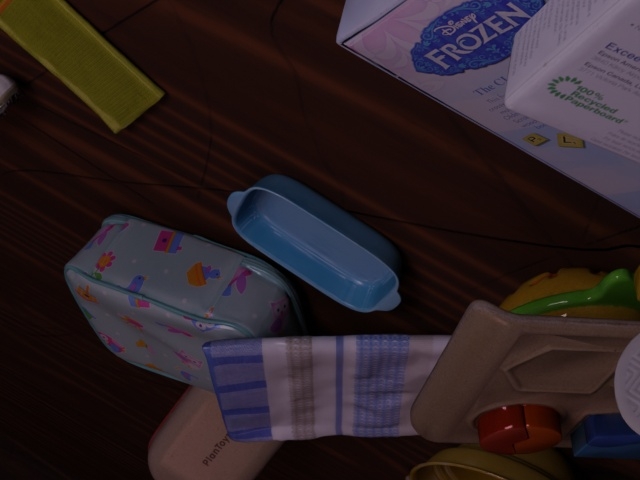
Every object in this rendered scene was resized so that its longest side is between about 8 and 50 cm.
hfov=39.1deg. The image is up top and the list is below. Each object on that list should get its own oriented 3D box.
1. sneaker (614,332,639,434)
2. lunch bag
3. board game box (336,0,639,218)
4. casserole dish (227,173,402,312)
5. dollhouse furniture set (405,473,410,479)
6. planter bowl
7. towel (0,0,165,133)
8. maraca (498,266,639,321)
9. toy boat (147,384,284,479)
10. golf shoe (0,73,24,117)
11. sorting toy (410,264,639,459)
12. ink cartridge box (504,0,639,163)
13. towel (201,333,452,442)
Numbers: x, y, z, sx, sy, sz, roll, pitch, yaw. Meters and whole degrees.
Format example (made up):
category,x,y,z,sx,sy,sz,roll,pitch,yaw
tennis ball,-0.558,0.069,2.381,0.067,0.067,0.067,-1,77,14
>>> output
category,x,y,z,sx,sy,sz,roll,pitch,yaw
sneaker,0.331,0.073,0.483,0.292,0.108,0.169,-19,142,37
lunch bag,-0.150,0.088,1.051,0.279,0.108,0.224,17,149,25
board game box,0.225,-0.098,0.387,0.318,0.066,0.318,25,154,-26
casserole dish,0.000,0.000,0.855,0.188,0.037,0.114,34,150,-2
dollhouse furniture set,0.275,0.479,1.316,0.355,0.173,0.303,54,170,20
planter bowl,0.216,0.272,1.008,0.217,0.090,0.217,24,149,15
towel,-0.252,-0.194,0.811,0.237,0.021,0.102,43,149,-19
maraca,0.209,0.066,0.703,0.127,0.099,0.185,17,145,-33
toy boat,-0.139,0.261,1.273,0.151,0.151,0.231,36,107,-7
golf shoe,-0.384,-0.156,0.939,0.186,0.067,0.086,2,138,41
sorting toy,0.202,0.091,0.610,0.229,0.041,0.307,7,147,-4
ink cartridge box,0.215,-0.073,0.305,0.223,0.045,0.224,19,155,-17
towel,0.029,0.160,0.949,0.285,0.034,0.209,-1,144,0
